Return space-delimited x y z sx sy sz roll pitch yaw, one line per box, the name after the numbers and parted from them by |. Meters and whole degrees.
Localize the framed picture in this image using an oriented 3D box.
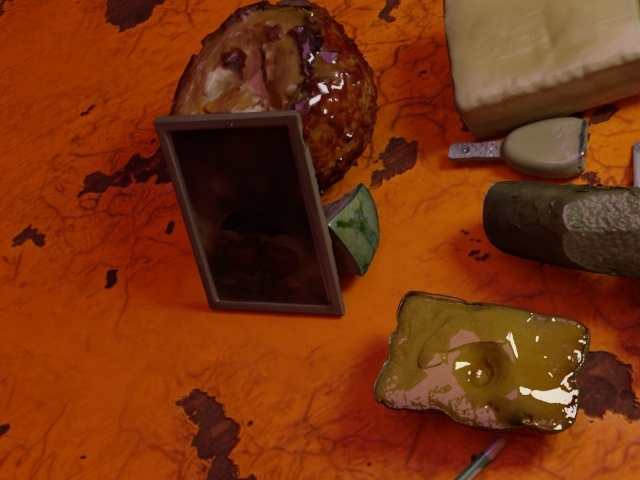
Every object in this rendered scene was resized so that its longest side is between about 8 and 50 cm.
-0.089 -0.031 1.224 0.211 0.290 0.020 1 29 25 | framed picture

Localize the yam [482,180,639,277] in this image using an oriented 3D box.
0.309 -0.016 1.090 0.106 0.106 0.259 -52 30 -18 | yam

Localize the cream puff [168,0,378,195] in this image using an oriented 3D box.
-0.059 -0.186 1.353 0.350 0.228 0.351 -15 64 35 | cream puff

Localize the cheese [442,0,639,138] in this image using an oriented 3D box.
0.317 -0.290 1.305 0.265 0.124 0.243 -16 61 23 | cheese

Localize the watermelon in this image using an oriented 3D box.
0.008 0.004 1.264 0.158 0.098 0.121 -21 17 7 | watermelon

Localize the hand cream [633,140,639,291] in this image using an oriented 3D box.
0.426 -0.005 1.103 0.121 0.076 0.336 -1 48 23 | hand cream

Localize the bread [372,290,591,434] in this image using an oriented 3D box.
0.188 0.149 1.077 0.233 0.088 0.161 7 63 26 | bread

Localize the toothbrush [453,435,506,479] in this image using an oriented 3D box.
0.111 0.308 1.033 0.257 0.018 0.024 -41 51 -8 | toothbrush

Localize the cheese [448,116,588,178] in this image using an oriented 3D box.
0.269 -0.126 1.277 0.192 0.037 0.097 1 54 25 | cheese
